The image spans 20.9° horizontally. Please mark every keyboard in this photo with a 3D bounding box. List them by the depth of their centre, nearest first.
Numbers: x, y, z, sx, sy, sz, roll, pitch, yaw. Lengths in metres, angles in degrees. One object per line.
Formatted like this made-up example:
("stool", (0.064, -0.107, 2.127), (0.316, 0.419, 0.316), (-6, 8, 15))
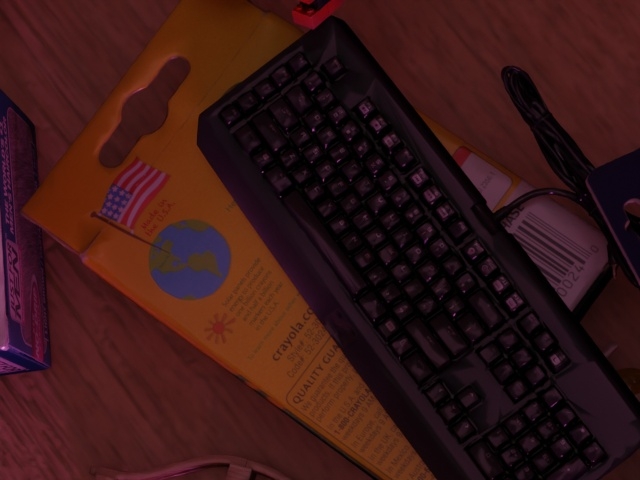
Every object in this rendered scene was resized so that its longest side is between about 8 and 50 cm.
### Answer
("keyboard", (0.087, -0.004, 1.017), (0.201, 0.033, 0.317), (-36, 77, -3))

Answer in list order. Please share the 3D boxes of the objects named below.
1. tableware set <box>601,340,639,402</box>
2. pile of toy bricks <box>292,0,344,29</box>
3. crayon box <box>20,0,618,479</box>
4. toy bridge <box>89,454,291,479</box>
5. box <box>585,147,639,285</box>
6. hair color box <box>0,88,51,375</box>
("tableware set", (0.198, 0.146, 1.059), (0.154, 0.024, 0.104), (43, 89, 12))
("pile of toy bricks", (0.009, -0.232, 1.069), (0.118, 0.105, 0.212), (23, 53, 31))
("crayon box", (0.000, 0.000, 1.082), (0.318, 0.081, 0.202), (36, 84, 12))
("toy bridge", (-0.056, 0.167, 1.080), (0.188, 0.026, 0.063), (15, 77, 10))
("box", (0.267, -0.037, 0.943), (0.225, 0.036, 0.136), (-23, 34, 6))
("hair color box", (-0.357, 0.015, 1.108), (0.347, 0.105, 0.173), (-7, 77, 6))
